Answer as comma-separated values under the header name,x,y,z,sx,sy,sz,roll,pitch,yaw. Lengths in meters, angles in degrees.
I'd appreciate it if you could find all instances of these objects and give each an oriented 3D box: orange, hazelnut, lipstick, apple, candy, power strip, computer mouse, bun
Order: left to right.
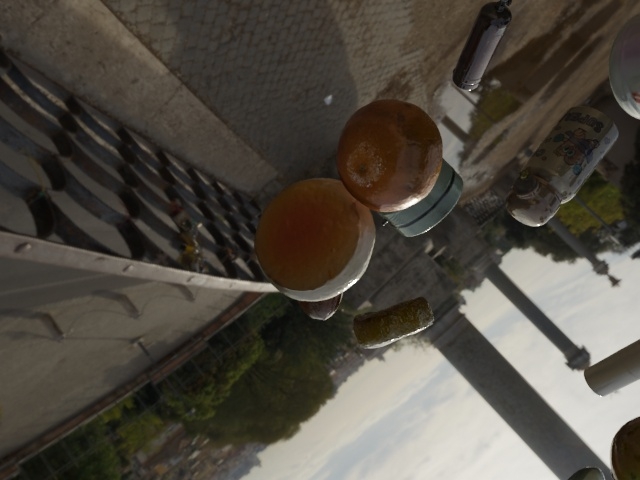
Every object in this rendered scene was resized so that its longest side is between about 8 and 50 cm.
name,x,y,z,sx,sy,sz,roll,pitch,yaw
hazelnut,-0.004,0.158,1.532,0.150,0.150,0.150,-40,167,-11
bun,0.000,0.000,1.223,0.299,0.299,0.165,-45,152,9
orange,0.137,-0.168,1.028,0.170,0.224,0.224,-23,157,-42
candy,0.231,0.258,1.648,0.260,0.117,0.260,-20,173,-2
power strip,0.388,-0.180,2.087,0.357,0.161,0.357,-41,-158,21
computer mouse,0.651,0.681,1.326,0.229,0.113,0.068,-47,-161,1
lipstick,0.851,0.303,1.354,0.087,0.087,0.326,-28,162,-47
apple,0.760,0.508,1.118,0.226,0.246,0.246,-39,168,-47

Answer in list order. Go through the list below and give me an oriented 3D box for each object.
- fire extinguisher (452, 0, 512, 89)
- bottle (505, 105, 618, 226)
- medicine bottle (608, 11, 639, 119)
name,x,y,z,sx,sy,sz,roll,pitch,yaw
fire extinguisher,0.369,-0.462,1.168,0.267,0.072,0.089,98,-2,-66
bottle,0.395,-0.122,0.867,0.209,0.097,0.110,-51,132,-7
medicine bottle,0.780,-0.374,1.029,0.241,0.241,0.302,-39,-161,-17
